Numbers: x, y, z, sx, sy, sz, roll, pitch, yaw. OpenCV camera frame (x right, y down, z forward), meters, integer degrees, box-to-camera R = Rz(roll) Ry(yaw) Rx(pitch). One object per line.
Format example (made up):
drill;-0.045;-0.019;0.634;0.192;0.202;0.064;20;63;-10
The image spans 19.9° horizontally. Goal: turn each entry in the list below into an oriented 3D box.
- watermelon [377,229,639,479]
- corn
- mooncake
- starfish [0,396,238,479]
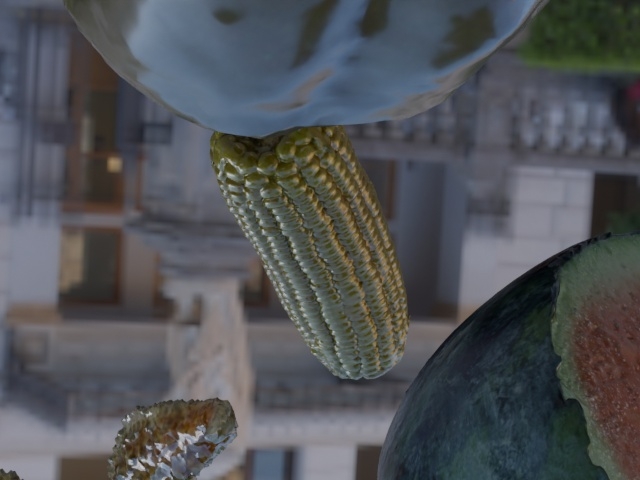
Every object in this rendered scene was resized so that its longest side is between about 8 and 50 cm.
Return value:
watermelon;0.156;0.093;0.882;0.226;0.148;0.318;21;-164;-1
corn;0.000;0.000;1.707;0.131;0.131;0.344;5;143;24
mooncake;-0.011;-0.316;1.318;0.467;0.467;0.262;2;158;-18
starfish;-0.077;0.226;0.929;0.301;0.293;0.084;-20;-161;38
